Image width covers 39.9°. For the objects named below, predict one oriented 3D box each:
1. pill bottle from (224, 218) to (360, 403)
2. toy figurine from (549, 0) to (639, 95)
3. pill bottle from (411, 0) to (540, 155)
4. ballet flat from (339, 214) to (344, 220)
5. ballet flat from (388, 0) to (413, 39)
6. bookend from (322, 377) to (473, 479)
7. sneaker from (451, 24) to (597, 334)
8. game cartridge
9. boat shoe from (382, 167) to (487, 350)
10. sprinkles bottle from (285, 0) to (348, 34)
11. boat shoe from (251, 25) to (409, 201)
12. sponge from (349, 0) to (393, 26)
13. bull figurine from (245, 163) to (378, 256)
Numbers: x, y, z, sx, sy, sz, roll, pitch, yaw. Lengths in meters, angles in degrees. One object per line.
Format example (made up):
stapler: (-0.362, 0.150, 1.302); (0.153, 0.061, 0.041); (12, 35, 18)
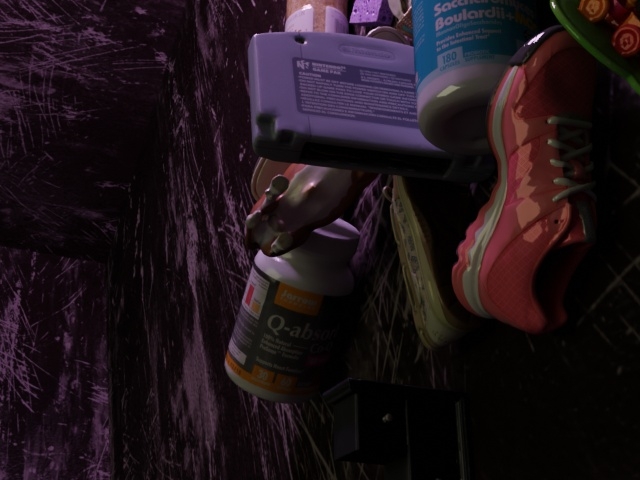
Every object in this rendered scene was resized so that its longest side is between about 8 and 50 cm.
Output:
pill bottle: (-0.041, 0.099, 1.376); (0.162, 0.162, 0.278); (-129, 53, -62)
toy figurine: (0.313, -0.217, 0.761); (0.159, 0.130, 0.173); (-51, 56, 33)
pill bottle: (0.179, -0.243, 1.022); (0.146, 0.146, 0.264); (137, 138, -55)
ballet flat: (0.000, 0.000, 1.463); (0.077, 0.077, 0.231); (50, 131, 36)
ballet flat: (0.130, -0.382, 1.314); (0.073, 0.067, 0.206); (124, 149, -46)
bookend: (0.087, 0.247, 0.998); (0.072, 0.157, 0.156); (135, 141, -55)
sneaker: (0.237, -0.052, 0.880); (0.136, 0.116, 0.314); (34, 119, 56)
game cartridge: (0.059, -0.170, 1.084); (0.062, 0.297, 0.198); (111, 159, -45)
boat shoe: (0.130, -0.006, 1.087); (0.089, 0.104, 0.285); (-49, 37, 46)
sprinkles bottle: (-0.007, -0.303, 1.543); (0.121, 0.121, 0.355); (138, 138, -56)
boat shoe: (0.018, -0.184, 1.360); (0.335, 0.112, 0.095); (-50, 8, 3)
sponge: (0.107, -0.460, 1.456); (0.117, 0.031, 0.210); (-147, 70, -67)
bull figurine: (0.014, -0.093, 1.219); (0.310, 0.101, 0.188); (-47, -1, -2)
